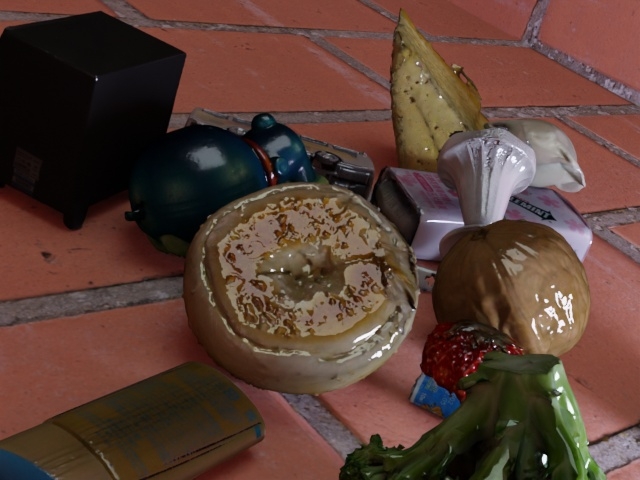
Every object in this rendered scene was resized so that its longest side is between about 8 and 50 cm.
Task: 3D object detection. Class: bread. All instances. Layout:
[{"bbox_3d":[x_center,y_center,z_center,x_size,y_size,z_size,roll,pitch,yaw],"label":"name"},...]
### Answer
[{"bbox_3d":[-0.025,0.067,1.234,0.306,0.158,0.305,6,55,-8],"label":"bread"},{"bbox_3d":[0.267,-0.271,1.900,0.279,0.315,0.248,7,28,13],"label":"bread"}]

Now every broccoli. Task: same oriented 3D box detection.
[{"bbox_3d":[0.173,0.252,0.965,0.308,0.275,0.308,1,5,0],"label":"broccoli"}]

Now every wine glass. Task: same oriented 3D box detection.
[{"bbox_3d":[0.260,-0.059,1.541,0.165,0.165,0.196,14,58,-8],"label":"wine glass"}]

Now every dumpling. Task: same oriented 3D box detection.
[{"bbox_3d":[0.409,-0.157,1.810,0.229,0.124,0.151,42,6,31],"label":"dumpling"}]

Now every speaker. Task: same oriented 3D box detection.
[{"bbox_3d":[-0.356,-0.187,1.447,0.184,0.254,0.232,28,29,15],"label":"speaker"}]

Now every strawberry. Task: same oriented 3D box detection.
[{"bbox_3d":[0.200,0.153,1.239,0.145,0.086,0.145,22,13,-5],"label":"strawberry"}]

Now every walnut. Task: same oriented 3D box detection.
[{"bbox_3d":[0.272,0.084,1.375,0.228,0.228,0.228,15,27,-8],"label":"walnut"}]

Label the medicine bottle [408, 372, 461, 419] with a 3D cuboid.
[{"bbox_3d":[0.209,0.228,1.250,0.191,0.051,0.051,25,27,14],"label":"medicine bottle"}]

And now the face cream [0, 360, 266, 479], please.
[{"bbox_3d":[-0.196,0.212,1.007,0.139,0.067,0.285,33,30,28],"label":"face cream"}]

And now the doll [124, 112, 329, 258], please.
[{"bbox_3d":[-0.151,-0.087,1.430,0.198,0.186,0.322,4,24,46],"label":"doll"}]

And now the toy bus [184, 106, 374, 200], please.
[{"bbox_3d":[-0.078,-0.143,1.722,0.343,0.097,0.138,15,20,-5],"label":"toy bus"}]

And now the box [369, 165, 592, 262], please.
[{"bbox_3d":[0.283,-0.038,1.732,0.370,0.112,0.190,6,28,-24],"label":"box"}]

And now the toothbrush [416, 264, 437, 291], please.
[{"bbox_3d":[0.000,0.000,1.555,0.418,0.042,0.040,20,-5,4],"label":"toothbrush"}]

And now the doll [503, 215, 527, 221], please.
[{"bbox_3d":[0.293,0.025,1.593,0.115,0.150,0.077,19,-18,0],"label":"doll"}]
